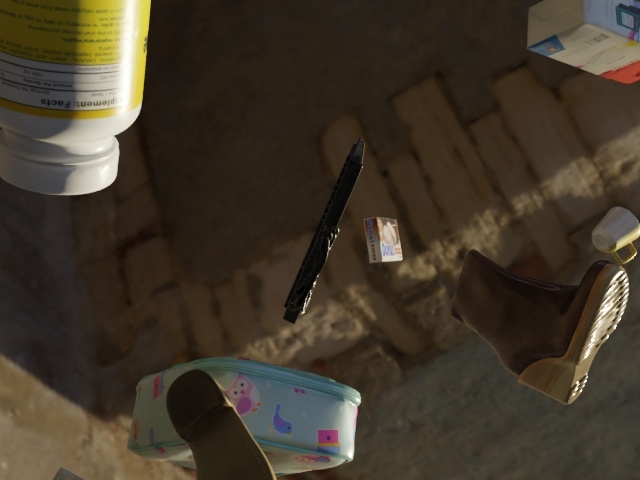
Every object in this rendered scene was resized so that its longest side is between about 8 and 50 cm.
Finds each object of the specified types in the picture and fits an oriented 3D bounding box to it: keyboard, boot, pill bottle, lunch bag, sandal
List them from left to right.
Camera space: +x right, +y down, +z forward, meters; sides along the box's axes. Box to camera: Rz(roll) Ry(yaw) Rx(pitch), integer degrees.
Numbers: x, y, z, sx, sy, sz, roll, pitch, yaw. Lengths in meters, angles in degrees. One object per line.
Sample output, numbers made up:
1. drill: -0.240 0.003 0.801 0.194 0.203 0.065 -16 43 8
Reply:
1. pill bottle: -0.290 -0.231 1.250 0.188 0.188 0.334 -93 -169 -64
2. sandal: -0.081 0.233 1.088 0.079 0.088 0.240 52 7 -47
3. lunch bag: -0.092 0.217 1.326 0.224 0.279 0.108 15 70 -27
4. keyboard: 0.000 0.000 1.796 0.033 0.317 0.201 20 26 -5
5. boot: 0.257 0.074 1.367 0.207 0.090 0.248 40 -38 27

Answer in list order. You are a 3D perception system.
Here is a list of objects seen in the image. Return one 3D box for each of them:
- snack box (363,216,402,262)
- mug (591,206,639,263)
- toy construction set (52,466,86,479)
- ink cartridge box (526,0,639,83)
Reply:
1. snack box: 0.093 0.000 1.630 0.178 0.022 0.064 1 81 -77
2. mug: 0.473 -0.007 1.769 0.078 0.064 0.062 44 -29 20
3. toy construction set: -0.186 0.319 1.132 0.257 0.309 0.237 49 -17 28
4. ink cartridge box: 0.468 -0.336 1.808 0.231 0.134 0.078 13 74 -29
